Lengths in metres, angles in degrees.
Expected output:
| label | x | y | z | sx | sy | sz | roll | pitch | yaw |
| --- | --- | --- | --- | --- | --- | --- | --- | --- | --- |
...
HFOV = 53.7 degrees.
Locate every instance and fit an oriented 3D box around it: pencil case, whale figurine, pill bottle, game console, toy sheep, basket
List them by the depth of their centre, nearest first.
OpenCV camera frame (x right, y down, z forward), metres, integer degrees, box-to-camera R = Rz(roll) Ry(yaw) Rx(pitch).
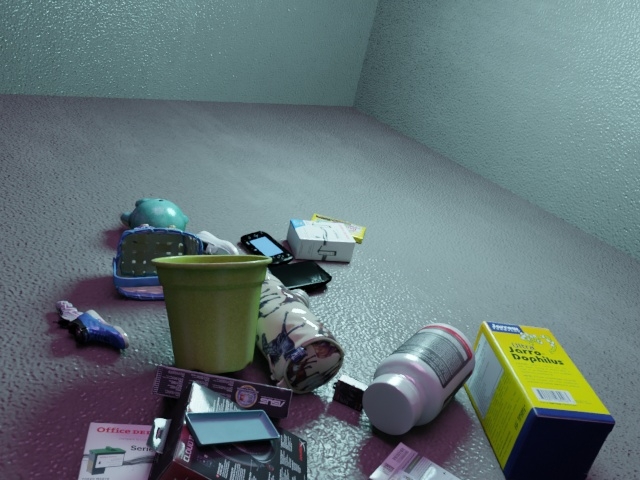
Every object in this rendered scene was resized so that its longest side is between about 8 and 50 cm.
| label | x | y | z | sx | sy | sz | roll | pitch | yaw |
| --- | --- | --- | --- | --- | --- | --- | --- | --- | --- |
| pill bottle | 0.235 | 0.332 | 1.518 | 0.176 | 0.176 | 0.319 | 27 | 28 | 26 |
| pencil case | -0.123 | 0.209 | 1.610 | 0.184 | 0.159 | 0.410 | -20 | 39 | -27 |
| basket | -0.437 | 0.066 | 1.699 | 0.255 | 0.200 | 0.289 | 2 | 18 | -26 |
| toy sheep | -0.076 | 0.183 | 1.780 | 0.091 | 0.091 | 0.132 | 17 | 40 | 8 |
| game console | -0.143 | 0.066 | 2.032 | 0.213 | 0.043 | 0.361 | -9 | 33 | -39 |
| whale figurine | -0.530 | -0.087 | 2.038 | 0.217 | 0.141 | 0.272 | 2 | 27 | -22 |

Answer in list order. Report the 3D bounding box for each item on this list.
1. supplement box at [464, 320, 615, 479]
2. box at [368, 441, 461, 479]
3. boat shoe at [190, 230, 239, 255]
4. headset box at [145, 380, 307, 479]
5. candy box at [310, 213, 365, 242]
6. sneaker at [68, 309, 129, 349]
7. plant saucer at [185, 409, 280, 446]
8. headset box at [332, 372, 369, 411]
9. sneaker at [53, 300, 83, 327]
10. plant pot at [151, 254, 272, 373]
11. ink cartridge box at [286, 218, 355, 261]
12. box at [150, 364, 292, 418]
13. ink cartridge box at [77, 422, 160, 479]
| label | x | y | z | sx | sy | sz | roll | pitch | yaw |
| --- | --- | --- | --- | --- | --- | --- | --- | --- | --- |
| supplement box | 0.507 | 0.381 | 1.531 | 0.196 | 0.194 | 0.356 | 8 | 26 | -10 |
| box | 0.208 | 0.511 | 1.297 | 0.186 | 0.038 | 0.145 | 25 | 28 | 25 |
| boat shoe | -0.337 | 0.025 | 2.001 | 0.184 | 0.066 | 0.063 | 31 | 44 | 27 |
| headset box | -0.170 | 0.399 | 1.127 | 0.293 | 0.110 | 0.218 | 33 | 18 | -15 |
| candy box | 0.064 | -0.047 | 2.383 | 0.206 | 0.027 | 0.105 | 15 | 29 | 4 |
| sneaker | -0.531 | 0.226 | 1.495 | 0.152 | 0.058 | 0.085 | 31 | 35 | 20 |
| plant saucer | -0.154 | 0.331 | 1.115 | 0.192 | 0.018 | 0.067 | 15 | 28 | -49 |
| headset box | 0.069 | 0.361 | 1.509 | 0.083 | 0.062 | 0.032 | 22 | 26 | 14 |
| sneaker | -0.631 | 0.185 | 1.548 | 0.098 | 0.038 | 0.069 | 23 | 26 | 21 |
| plant pot | -0.250 | 0.167 | 1.474 | 0.276 | 0.253 | 0.276 | 0 | 3 | 0 |
| ink cartridge box | 0.000 | 0.000 | 2.187 | 0.203 | 0.085 | 0.148 | 3 | 27 | -20 |
| box | -0.202 | 0.319 | 1.322 | 0.270 | 0.060 | 0.216 | 12 | -15 | -5 |
| ink cartridge box | -0.347 | 0.432 | 1.119 | 0.161 | 0.092 | 0.219 | 7 | 26 | -15 |
